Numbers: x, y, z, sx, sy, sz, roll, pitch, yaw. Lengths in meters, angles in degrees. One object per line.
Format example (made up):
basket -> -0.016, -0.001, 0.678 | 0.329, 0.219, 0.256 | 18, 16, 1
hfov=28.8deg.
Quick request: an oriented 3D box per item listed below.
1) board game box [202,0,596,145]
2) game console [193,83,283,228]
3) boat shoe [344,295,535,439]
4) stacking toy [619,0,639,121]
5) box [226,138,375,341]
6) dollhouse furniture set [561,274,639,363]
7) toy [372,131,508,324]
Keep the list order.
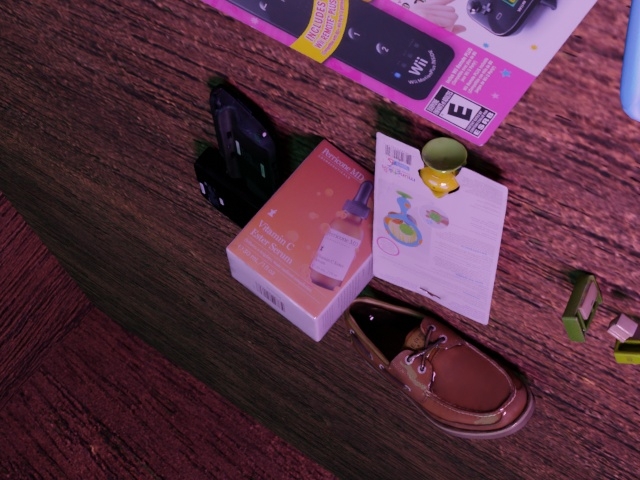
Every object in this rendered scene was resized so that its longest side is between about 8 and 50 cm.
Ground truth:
board game box -> 0.018, -0.212, 0.707 | 0.303, 0.098, 0.224 | 28, 141, -5
game console -> -0.073, -0.074, 1.578 | 0.213, 0.044, 0.361 | 35, 163, 14
boat shoe -> 0.135, 0.157, 1.588 | 0.307, 0.111, 0.104 | 21, 155, 48
stacking toy -> 0.274, -0.077, 0.460 | 0.302, 0.175, 0.166 | 41, 142, 39
box -> 0.000, 0.000, 1.379 | 0.130, 0.170, 0.091 | 36, 164, 14
dollhouse furniture set -> 0.305, 0.070, 1.151 | 0.151, 0.059, 0.076 | 1, 133, 36
toy -> 0.123, -0.020, 1.249 | 0.136, 0.056, 0.237 | 24, 152, 18
